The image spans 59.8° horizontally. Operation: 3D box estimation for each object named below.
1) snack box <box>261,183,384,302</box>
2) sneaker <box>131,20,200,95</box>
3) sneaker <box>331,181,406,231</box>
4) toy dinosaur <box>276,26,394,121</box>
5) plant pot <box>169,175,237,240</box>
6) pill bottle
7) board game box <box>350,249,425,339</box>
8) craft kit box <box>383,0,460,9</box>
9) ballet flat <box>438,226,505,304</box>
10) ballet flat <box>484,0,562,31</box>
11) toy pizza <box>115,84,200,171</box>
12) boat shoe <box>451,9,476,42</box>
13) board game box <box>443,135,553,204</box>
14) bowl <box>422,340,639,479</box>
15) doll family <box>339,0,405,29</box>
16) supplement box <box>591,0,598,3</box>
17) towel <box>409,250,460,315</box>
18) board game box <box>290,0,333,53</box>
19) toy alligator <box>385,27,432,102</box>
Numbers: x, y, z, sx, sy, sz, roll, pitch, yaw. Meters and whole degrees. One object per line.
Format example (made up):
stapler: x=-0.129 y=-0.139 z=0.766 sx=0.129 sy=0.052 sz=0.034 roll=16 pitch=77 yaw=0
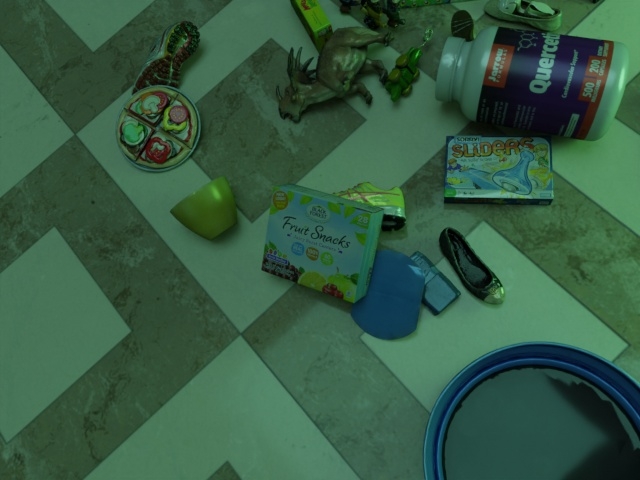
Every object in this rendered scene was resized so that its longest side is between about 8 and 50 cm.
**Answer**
snack box: x=0.000 y=0.000 z=1.046 sx=0.207 sy=0.070 sz=0.174 roll=18 pitch=108 yaw=24
sneaker: x=-0.372 y=-0.418 z=1.324 sx=0.093 sy=0.088 sz=0.225 roll=30 pitch=84 yaw=49
sneaker: x=0.070 y=-0.075 z=1.115 sx=0.209 sy=0.081 sz=0.094 roll=7 pitch=62 yaw=10
toy dinosaur: x=0.033 y=-0.388 z=1.204 sx=0.200 sy=0.127 sz=0.295 roll=29 pitch=74 yaw=26
plant pot: x=-0.225 y=-0.057 z=1.145 sx=0.134 sy=0.134 sz=0.095 roll=-35 pitch=94 yaw=-2
pill bottle: x=0.393 y=-0.304 z=1.064 sx=0.323 sy=0.181 sz=0.181 roll=14 pitch=75 yaw=15
board game box: x=0.131 y=0.101 z=1.050 sx=0.133 sy=0.033 sz=0.168 roll=11 pitch=96 yaw=28
craft kit box: x=0.244 y=-0.600 z=1.161 sx=0.247 sy=0.250 sz=0.060 roll=-5 pitch=70 yaw=11
ballet flat: x=0.278 y=0.049 z=1.036 sx=0.057 sy=0.049 sz=0.173 roll=-36 pitch=68 yaw=-1
ballet flat: x=0.435 y=-0.498 z=1.191 sx=0.168 sy=0.052 sz=0.057 roll=24 pitch=78 yaw=18
toy pizza: x=-0.371 y=-0.256 z=1.258 sx=0.202 sy=0.032 sz=0.201 roll=0 pitch=85 yaw=6
boat shoe: x=0.312 y=-0.429 z=1.197 sx=0.050 sy=0.045 sz=0.135 roll=-11 pitch=73 yaw=16
board game box: x=0.347 y=-0.139 z=1.095 sx=0.201 sy=0.035 sz=0.136 roll=1 pitch=72 yaw=12
bowl: x=0.363 y=0.364 z=0.896 sx=0.392 sy=0.077 sz=0.390 roll=-4 pitch=70 yaw=11
doll family: x=0.103 y=-0.530 z=1.244 sx=0.076 sy=0.111 sz=0.193 roll=-39 pitch=73 yaw=-5
supplement box: x=0.588 y=-0.569 z=1.182 sx=0.083 sy=0.056 sz=0.083 roll=-39 pitch=69 yaw=-3
towel: x=0.202 y=0.080 z=1.052 sx=0.067 sy=0.029 sz=0.119 roll=-41 pitch=67 yaw=-2
board game box: x=-0.024 y=-0.518 z=1.271 sx=0.043 sy=0.092 sz=0.181 roll=-26 pitch=68 yaw=1
toy alligator: x=0.183 y=-0.378 z=1.203 sx=0.051 sy=0.056 sz=0.189 roll=13 pitch=72 yaw=49
